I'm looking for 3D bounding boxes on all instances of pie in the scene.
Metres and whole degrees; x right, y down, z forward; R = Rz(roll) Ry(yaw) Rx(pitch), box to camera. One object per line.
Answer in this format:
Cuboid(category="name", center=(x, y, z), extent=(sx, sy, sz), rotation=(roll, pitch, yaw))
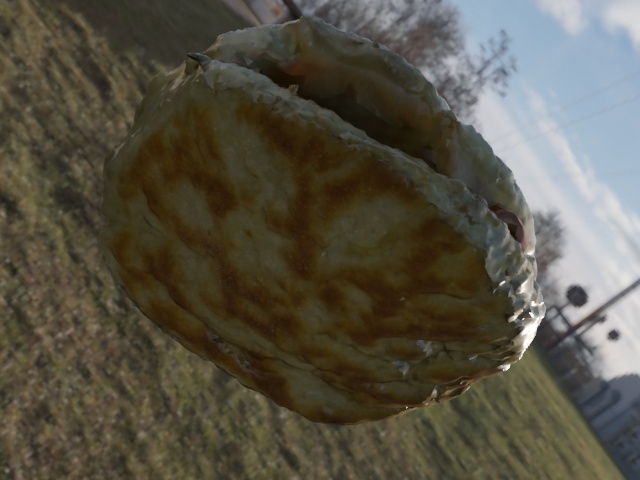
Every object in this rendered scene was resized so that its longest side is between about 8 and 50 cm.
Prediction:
Cuboid(category="pie", center=(0.000, 0.000, 0.451), extent=(0.205, 0.179, 0.084), rotation=(32, 45, 2))
